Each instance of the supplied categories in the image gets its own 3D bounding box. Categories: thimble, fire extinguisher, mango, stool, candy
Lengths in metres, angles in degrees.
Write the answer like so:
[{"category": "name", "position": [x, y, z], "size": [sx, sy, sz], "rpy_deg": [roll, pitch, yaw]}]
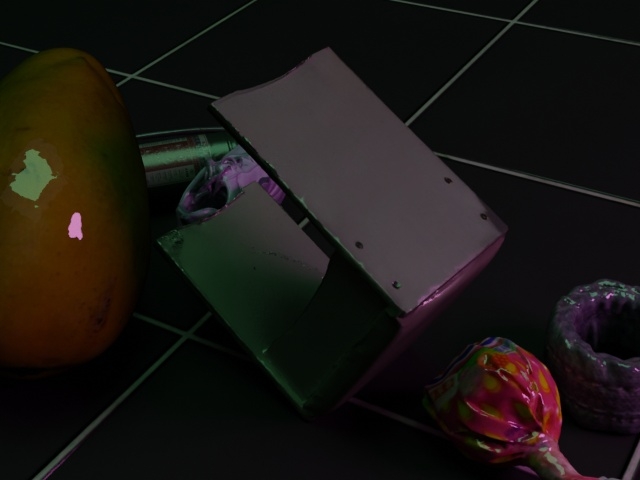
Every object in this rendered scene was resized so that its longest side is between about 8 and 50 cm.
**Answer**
[{"category": "thimble", "position": [0.302, 0.117, 0.995], "size": [0.150, 0.098, 0.150], "rpy_deg": [-3, 36, 2]}, {"category": "fire extinguisher", "position": [-0.176, -0.101, 1.336], "size": [0.294, 0.093, 0.118], "rpy_deg": [-11, 59, -11]}, {"category": "mango", "position": [-0.309, -0.046, 1.088], "size": [0.232, 0.300, 0.445], "rpy_deg": [7, 43, -16]}, {"category": "stool", "position": [0.000, 0.000, 0.977], "size": [0.269, 0.243, 0.170], "rpy_deg": [48, 52, 11]}, {"category": "candy", "position": [0.226, 0.233, 0.858], "size": [0.124, 0.124, 0.365], "rpy_deg": [-18, 47, -20]}]

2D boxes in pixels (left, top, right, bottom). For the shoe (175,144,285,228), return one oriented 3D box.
[{"category": "shoe", "position": [-0.111, -0.063, 1.199], "size": [0.095, 0.137, 0.245], "rpy_deg": [9, 54, 15]}]
